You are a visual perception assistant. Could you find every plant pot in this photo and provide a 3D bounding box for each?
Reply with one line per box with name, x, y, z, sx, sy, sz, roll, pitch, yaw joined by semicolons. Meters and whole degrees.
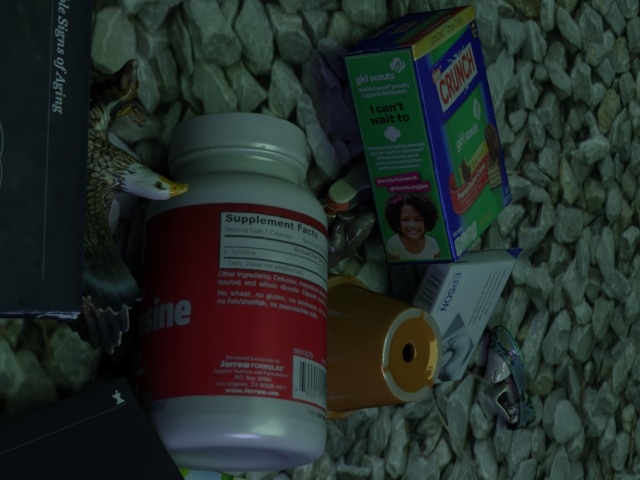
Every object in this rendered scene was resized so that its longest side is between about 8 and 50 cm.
plant pot;0.058;0.150;1.916;0.205;0.188;0.205;-2;93;-47

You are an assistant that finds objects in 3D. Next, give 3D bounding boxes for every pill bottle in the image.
pill bottle;-0.104;0.063;1.688;0.229;0.229;0.408;20;63;-45

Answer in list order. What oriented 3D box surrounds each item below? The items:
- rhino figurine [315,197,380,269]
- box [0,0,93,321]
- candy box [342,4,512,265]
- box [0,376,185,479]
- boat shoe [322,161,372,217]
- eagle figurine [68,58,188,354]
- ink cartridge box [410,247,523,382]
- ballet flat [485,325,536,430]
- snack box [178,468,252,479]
rhino figurine;0.000;0.000;1.927;0.243;0.073;0.106;-10;128;-47
box;-0.475;-0.169;1.261;0.471;0.297;0.480;3;88;-45
candy box;0.161;-0.158;2.022;0.268;0.122;0.317;-41;121;-57
box;-0.291;0.358;1.460;0.343;0.179;0.312;-18;69;-45
boat shoe;0.050;-0.073;2.009;0.137;0.049;0.043;-34;157;-44
eagle figurine;-0.258;-0.049;1.545;0.226;0.225;0.298;32;66;-46
ink cartridge box;0.212;0.116;2.111;0.224;0.045;0.223;-5;125;-46
ballet flat;0.304;0.231;2.276;0.070;0.070;0.188;-37;114;-40
snack box;-0.188;0.384;1.750;0.174;0.070;0.207;25;72;-43
